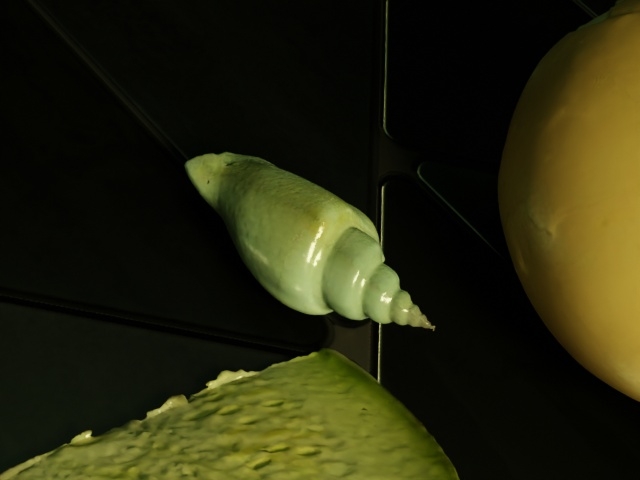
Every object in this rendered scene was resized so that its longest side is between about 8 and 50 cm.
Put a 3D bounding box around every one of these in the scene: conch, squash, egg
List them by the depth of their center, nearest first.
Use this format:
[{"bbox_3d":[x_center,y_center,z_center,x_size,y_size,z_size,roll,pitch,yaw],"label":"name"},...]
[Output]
[{"bbox_3d":[-0.022,0.121,0.584,0.236,0.155,0.204,-22,63,-30],"label":"squash"},{"bbox_3d":[0.203,-0.015,0.736,0.201,0.201,0.244,2,52,-16],"label":"egg"},{"bbox_3d":[0.000,-0.004,0.751,0.180,0.065,0.088,38,51,22],"label":"conch"}]
